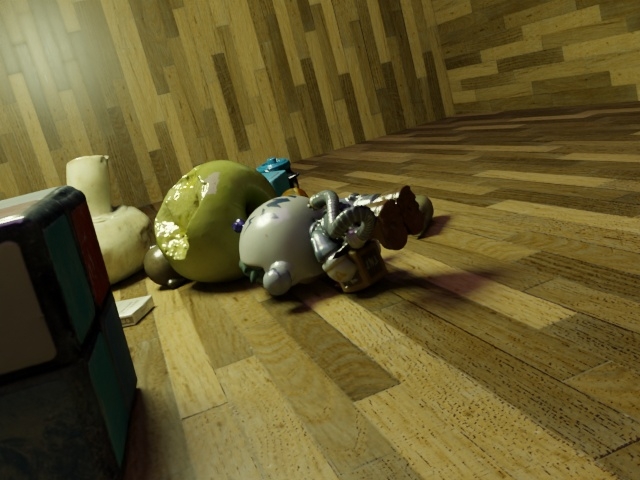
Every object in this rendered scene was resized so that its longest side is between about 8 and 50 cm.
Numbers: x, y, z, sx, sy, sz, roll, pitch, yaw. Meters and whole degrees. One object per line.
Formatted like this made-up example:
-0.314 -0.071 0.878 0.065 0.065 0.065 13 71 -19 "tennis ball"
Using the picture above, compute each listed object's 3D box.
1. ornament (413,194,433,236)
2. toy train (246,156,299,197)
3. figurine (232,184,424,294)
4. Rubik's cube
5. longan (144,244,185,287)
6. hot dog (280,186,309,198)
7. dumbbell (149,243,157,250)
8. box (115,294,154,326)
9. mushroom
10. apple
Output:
0.142 -0.052 1.505 0.230 0.061 0.245 -12 14 23 "ornament"
-0.206 -0.125 1.966 0.300 0.188 0.265 -5 20 25 "toy train"
0.003 0.000 1.186 0.382 0.186 0.261 -9 8 42 "figurine"
-0.411 0.132 0.779 0.313 0.318 0.316 -15 14 -8 "Rubik's cube"
-0.346 0.060 1.524 0.106 0.106 0.119 -19 53 -19 "longan"
-0.049 -0.047 1.562 0.100 0.135 0.337 -36 12 3 "hot dog"
-0.263 -0.021 1.648 0.326 0.143 0.143 -15 13 -2 "dumbbell"
-0.448 0.157 1.355 0.198 0.029 0.109 -11 13 10 "box"
-0.588 -0.046 1.703 0.315 0.336 0.314 -5 9 1 "mushroom"
-0.216 -0.039 1.434 0.279 0.279 0.279 -14 13 3 "apple"
